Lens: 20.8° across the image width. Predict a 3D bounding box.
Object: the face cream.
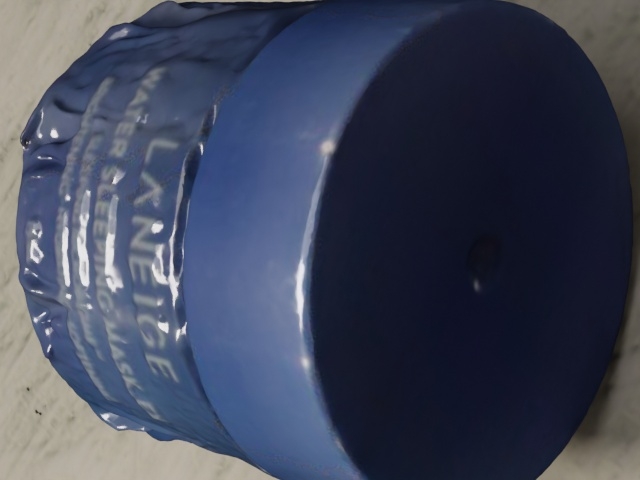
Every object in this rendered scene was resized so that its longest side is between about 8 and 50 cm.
[{"bbox_3d":[0.000,0.000,0.884,0.225,0.249,0.249,7,85,44],"label":"face cream"}]
